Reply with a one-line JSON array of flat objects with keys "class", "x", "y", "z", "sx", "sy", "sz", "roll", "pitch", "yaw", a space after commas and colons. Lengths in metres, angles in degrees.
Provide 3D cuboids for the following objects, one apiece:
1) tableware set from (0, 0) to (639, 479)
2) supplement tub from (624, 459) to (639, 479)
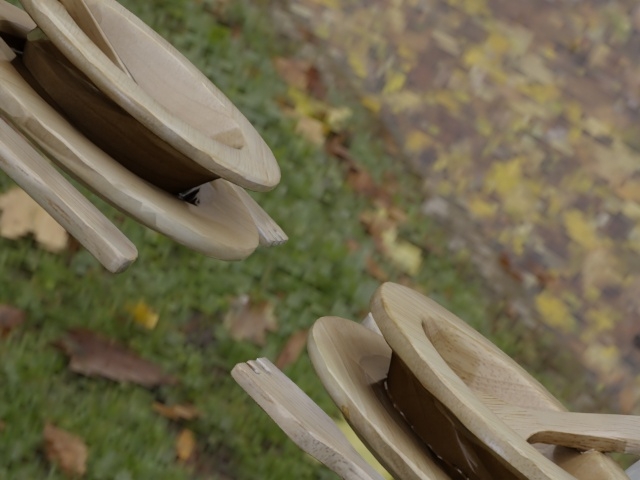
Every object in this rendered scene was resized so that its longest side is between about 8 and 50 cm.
[{"class": "tableware set", "x": 0.000, "y": 0.000, "z": 0.422, "sx": 0.194, "sy": 0.039, "sz": 0.128, "roll": 42, "pitch": 11, "yaw": 8}, {"class": "supplement tub", "x": 0.212, "y": 0.115, "z": 0.434, "sx": 0.193, "sy": 0.316, "sz": 0.194, "roll": 12, "pitch": 71, "yaw": -37}]
